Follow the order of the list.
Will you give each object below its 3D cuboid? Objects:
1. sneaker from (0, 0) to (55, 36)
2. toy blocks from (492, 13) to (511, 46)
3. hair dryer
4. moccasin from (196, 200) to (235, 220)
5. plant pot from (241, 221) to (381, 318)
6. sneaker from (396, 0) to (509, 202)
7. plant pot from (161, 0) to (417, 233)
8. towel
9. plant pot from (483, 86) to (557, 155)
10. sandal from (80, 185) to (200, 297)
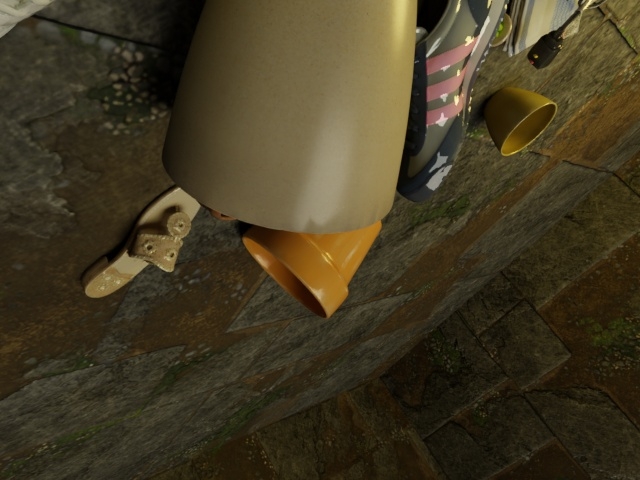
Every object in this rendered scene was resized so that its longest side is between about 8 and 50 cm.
[{"bbox_3d":[-0.185,-0.206,0.311,0.305,0.152,0.114,-40,158,14],"label":"sneaker"},{"bbox_3d":[0.204,-0.302,0.751,0.148,0.054,0.123,-3,142,-49],"label":"toy blocks"},{"bbox_3d":[0.382,-0.411,0.718,0.223,0.080,0.293,-48,161,-15],"label":"hair dryer"},{"bbox_3d":[-0.001,-0.105,0.733,0.380,0.147,0.139,-12,147,-41],"label":"moccasin"},{"bbox_3d":[0.000,0.000,0.897,0.188,0.205,0.205,-46,158,-14],"label":"plant pot"},{"bbox_3d":[0.131,-0.211,0.666,0.131,0.112,0.318,8,102,-28],"label":"sneaker"},{"bbox_3d":[-0.012,-0.189,0.494,0.257,0.256,0.273,-15,133,-38],"label":"plant pot"},{"bbox_3d":[0.415,-0.438,0.801,0.285,0.034,0.209,-34,154,-7],"label":"towel"},{"bbox_3d":[0.388,-0.253,1.026,0.134,0.095,0.134,-28,155,-14],"label":"plant pot"},{"bbox_3d":[-0.243,0.023,0.740,0.240,0.079,0.088,-40,155,10],"label":"sandal"}]
